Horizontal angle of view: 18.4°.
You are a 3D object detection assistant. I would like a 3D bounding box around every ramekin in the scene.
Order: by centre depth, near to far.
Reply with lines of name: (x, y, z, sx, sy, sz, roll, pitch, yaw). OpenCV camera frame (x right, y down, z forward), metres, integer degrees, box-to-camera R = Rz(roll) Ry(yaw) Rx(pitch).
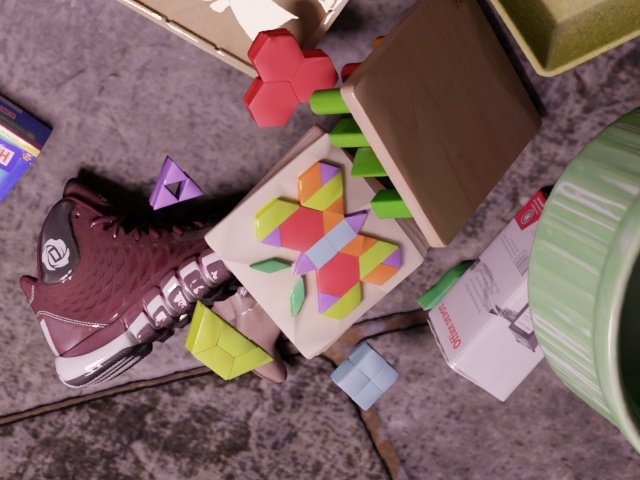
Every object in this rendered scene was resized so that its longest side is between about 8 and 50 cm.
ramekin: (0.310, 0.029, 1.556, 0.303, 0.148, 0.303, -9, 111, -26)

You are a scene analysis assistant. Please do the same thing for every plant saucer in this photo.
plant saucer: (0.207, -0.243, 1.520, 0.188, 0.045, 0.188, -25, 118, 23)

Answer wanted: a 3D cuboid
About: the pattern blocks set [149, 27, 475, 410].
pattern blocks set: (0.000, 0.000, 1.650, 0.325, 0.026, 0.285, 32, 98, -35)

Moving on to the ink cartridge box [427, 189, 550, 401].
ink cartridge box: (0.168, 0.046, 1.663, 0.063, 0.109, 0.150, 36, 103, -19)

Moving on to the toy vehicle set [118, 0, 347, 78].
toy vehicle set: (-0.033, -0.256, 1.554, 0.166, 0.035, 0.267, 30, 124, -12)

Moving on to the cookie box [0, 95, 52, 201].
cookie box: (-0.302, -0.078, 1.721, 0.092, 0.040, 0.107, 34, 122, -14)

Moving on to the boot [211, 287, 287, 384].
boot: (-0.046, 0.070, 1.784, 0.087, 0.042, 0.118, -36, 113, 26)

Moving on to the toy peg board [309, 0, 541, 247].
toy peg board: (0.077, -0.105, 1.591, 0.079, 0.160, 0.161, 0, 131, 46)

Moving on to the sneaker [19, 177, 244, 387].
sneaker: (-0.144, -0.008, 1.713, 0.281, 0.106, 0.162, -35, 80, 5)
